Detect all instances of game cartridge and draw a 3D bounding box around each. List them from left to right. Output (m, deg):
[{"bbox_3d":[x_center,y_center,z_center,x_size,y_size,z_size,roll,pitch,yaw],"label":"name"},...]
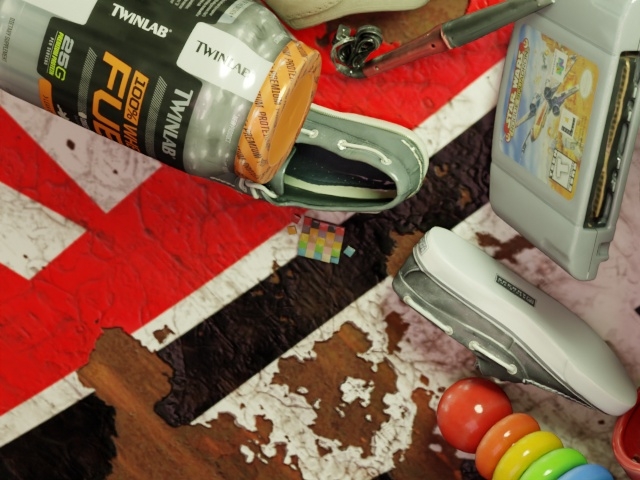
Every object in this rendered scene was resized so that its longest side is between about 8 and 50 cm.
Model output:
[{"bbox_3d":[0.248,-0.132,1.591,0.062,0.198,0.297,-4,114,-27],"label":"game cartridge"}]

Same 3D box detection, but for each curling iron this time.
[{"bbox_3d":[0.120,-0.215,1.624,0.274,0.035,0.068,-10,147,36],"label":"curling iron"}]

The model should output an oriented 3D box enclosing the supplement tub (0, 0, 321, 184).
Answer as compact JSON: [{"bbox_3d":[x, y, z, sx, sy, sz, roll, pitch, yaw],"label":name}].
[{"bbox_3d":[-0.171,-0.189,1.642,0.316,0.193,0.193,23,119,10],"label":"supplement tub"}]

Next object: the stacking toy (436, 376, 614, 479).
[{"bbox_3d":[0.253,0.269,1.760,0.330,0.141,0.141,45,126,34],"label":"stacking toy"}]

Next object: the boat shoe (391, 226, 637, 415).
[{"bbox_3d":[0.215,0.112,1.771,0.301,0.108,0.102,35,118,-3],"label":"boat shoe"}]

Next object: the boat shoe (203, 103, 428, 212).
[{"bbox_3d":[-0.044,-0.094,1.731,0.319,0.099,0.116,10,120,9],"label":"boat shoe"}]

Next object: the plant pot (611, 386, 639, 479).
[{"bbox_3d":[0.447,0.238,1.738,0.191,0.191,0.174,-32,115,25],"label":"plant pot"}]

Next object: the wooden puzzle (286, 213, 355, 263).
[{"bbox_3d":[0.000,0.000,1.821,0.083,0.006,0.049,14,118,6],"label":"wooden puzzle"}]

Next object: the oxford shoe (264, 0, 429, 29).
[{"bbox_3d":[0.116,-0.323,1.587,0.397,0.140,0.146,-13,140,16],"label":"oxford shoe"}]
